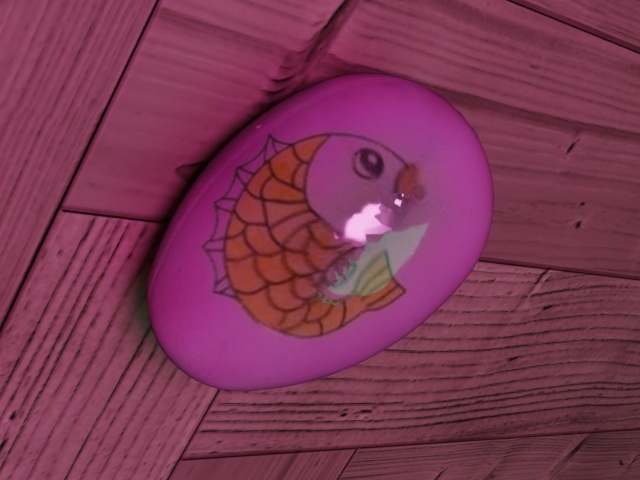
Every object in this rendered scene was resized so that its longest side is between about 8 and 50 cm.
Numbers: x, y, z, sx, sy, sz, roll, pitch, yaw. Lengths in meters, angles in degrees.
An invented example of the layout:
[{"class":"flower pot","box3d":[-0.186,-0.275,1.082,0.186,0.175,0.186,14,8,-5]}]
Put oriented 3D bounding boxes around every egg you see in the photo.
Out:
[{"class":"egg","box3d":[0.000,0.000,0.870,0.271,0.196,0.196,-48,144,8]}]
